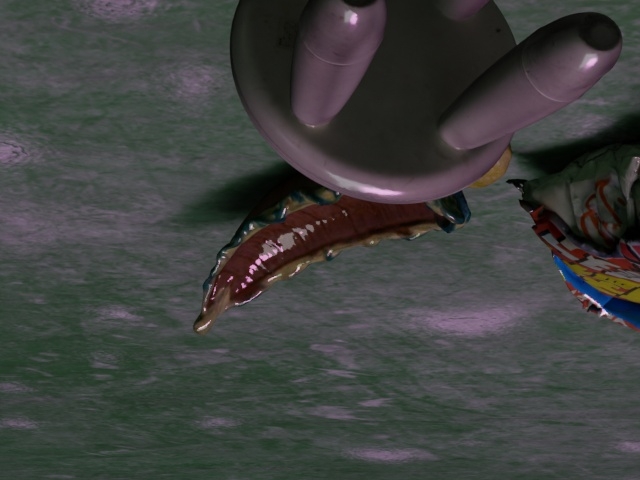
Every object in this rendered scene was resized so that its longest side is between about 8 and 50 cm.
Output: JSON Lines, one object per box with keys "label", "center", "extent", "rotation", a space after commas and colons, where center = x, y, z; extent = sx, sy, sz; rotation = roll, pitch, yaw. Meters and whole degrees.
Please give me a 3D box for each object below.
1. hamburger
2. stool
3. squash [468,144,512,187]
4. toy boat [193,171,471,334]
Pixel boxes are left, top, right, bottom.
{"label": "hamburger", "center": [0.312, -0.007, 1.491], "extent": [0.260, 0.150, 0.276], "rotation": [39, 164, -31]}
{"label": "stool", "center": [0.059, -0.150, 1.092], "extent": [0.195, 0.195, 0.198], "rotation": [8, 152, -13]}
{"label": "squash", "center": [0.095, -0.084, 1.400], "extent": [0.094, 0.094, 0.224], "rotation": [-9, 163, 26]}
{"label": "toy boat", "center": [-0.003, -0.009, 1.557], "extent": [0.293, 0.099, 0.108], "rotation": [-24, 147, 33]}
